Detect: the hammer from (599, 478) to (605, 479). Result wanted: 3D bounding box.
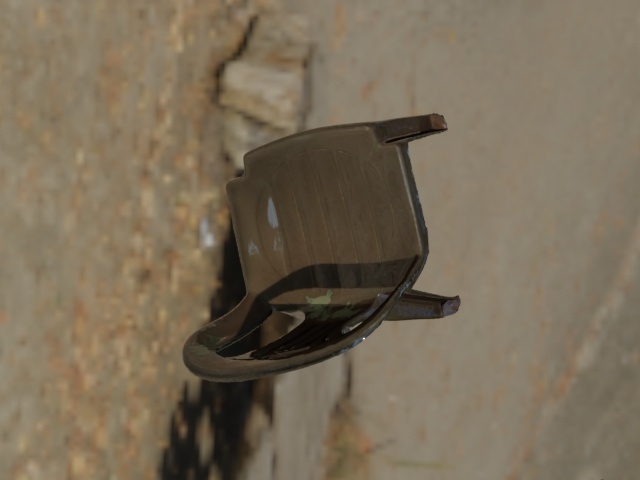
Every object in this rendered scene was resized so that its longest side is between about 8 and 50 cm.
[{"bbox_3d":[0.251,0.320,1.884,0.062,0.017,0.182,-31,159,-39],"label":"hammer"}]

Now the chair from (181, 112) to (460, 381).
[{"bbox_3d":[0.000,0.000,1.421,0.326,0.175,0.183,-8,85,-73],"label":"chair"}]
